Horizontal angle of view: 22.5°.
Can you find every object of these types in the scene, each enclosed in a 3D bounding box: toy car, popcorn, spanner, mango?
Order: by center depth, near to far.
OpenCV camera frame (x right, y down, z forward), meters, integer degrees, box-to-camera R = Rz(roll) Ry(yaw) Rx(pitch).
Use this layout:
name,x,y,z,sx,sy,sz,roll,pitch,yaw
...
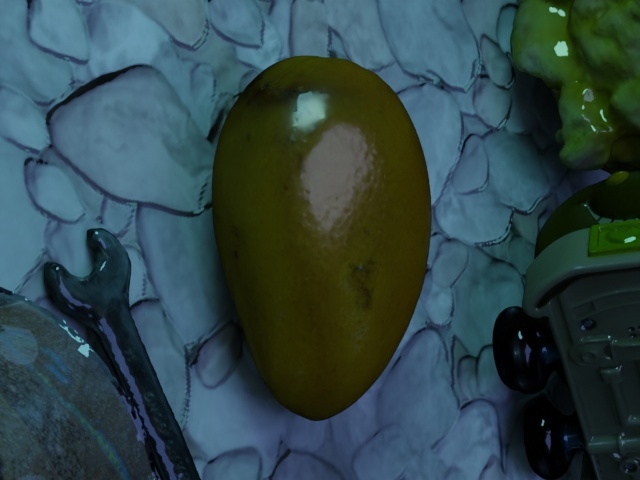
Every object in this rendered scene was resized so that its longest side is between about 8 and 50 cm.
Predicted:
name,x,y,z,sx,sy,sz,roll,pitch,yaw
spanner,-0.086,0.114,0.898,0.054,0.015,0.254,-26,95,-40
mango,0.000,0.000,0.961,0.145,0.112,0.219,-12,106,-44
toy car,0.242,0.054,1.142,0.198,0.204,0.248,-72,147,-50
popcorn,0.247,-0.165,1.146,0.259,0.259,0.212,-17,74,-43

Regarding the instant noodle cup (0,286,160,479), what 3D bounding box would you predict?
name,x,y,z,sx,sy,sz,roll,pitch,yaw
instant noodle cup,-0.196,0.135,0.696,0.207,0.217,0.217,-32,108,-48
